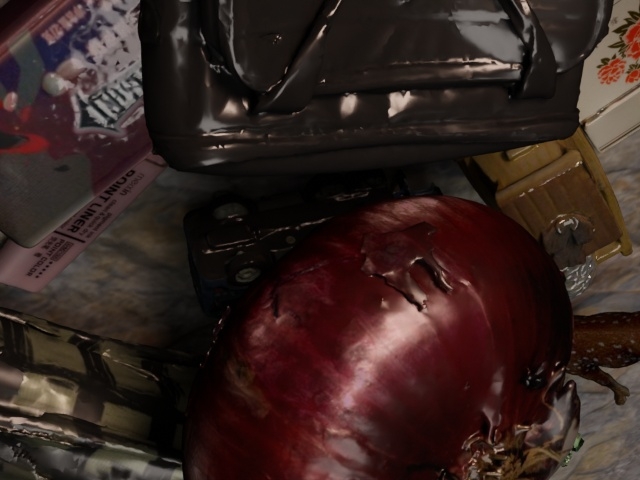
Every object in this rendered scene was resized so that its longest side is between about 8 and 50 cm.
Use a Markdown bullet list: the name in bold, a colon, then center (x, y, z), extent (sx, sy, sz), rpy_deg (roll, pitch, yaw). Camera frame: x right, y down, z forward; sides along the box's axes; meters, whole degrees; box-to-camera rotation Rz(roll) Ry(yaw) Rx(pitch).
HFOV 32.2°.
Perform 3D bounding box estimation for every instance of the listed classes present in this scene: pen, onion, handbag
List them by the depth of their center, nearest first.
- **handbag**: center (0.041, -0.155, 0.583), extent (0.275, 0.088, 0.244), rpy_deg (-7, 112, -29)
- **onion**: center (0.035, 0.102, 0.736), extent (0.314, 0.232, 0.314), rpy_deg (-32, 143, -28)
- **pen**: center (-0.150, -0.034, 0.743), extent (0.053, 0.032, 0.197), rpy_deg (22, 124, -40)
- **handbag**: center (-0.217, 0.214, 0.880), extent (0.327, 0.162, 0.325), rpy_deg (23, 119, -26)

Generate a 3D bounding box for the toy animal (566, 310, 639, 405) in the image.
- **toy animal**: center (0.232, 0.086, 0.989), extent (0.243, 0.087, 0.260), rpy_deg (-18, 152, 26)

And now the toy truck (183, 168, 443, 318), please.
- **toy truck**: center (0.000, 0.000, 0.828), extent (0.201, 0.074, 0.088), rpy_deg (-12, 148, -14)

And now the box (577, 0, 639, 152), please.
- **box**: center (0.210, -0.148, 0.790), extent (0.109, 0.029, 0.198), rpy_deg (-34, 139, 13)

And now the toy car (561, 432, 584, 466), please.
- **toy car**: center (0.178, 0.210, 1.138), extent (0.186, 0.093, 0.058), rpy_deg (-10, 96, -13)

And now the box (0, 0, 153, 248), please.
- **box**: center (-0.129, -0.101, 0.639), extent (0.224, 0.069, 0.120), rpy_deg (-38, 125, 15)

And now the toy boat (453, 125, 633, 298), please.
- **toy boat**: center (0.153, -0.052, 0.800), extent (0.089, 0.121, 0.321), rpy_deg (-28, 141, 15)
